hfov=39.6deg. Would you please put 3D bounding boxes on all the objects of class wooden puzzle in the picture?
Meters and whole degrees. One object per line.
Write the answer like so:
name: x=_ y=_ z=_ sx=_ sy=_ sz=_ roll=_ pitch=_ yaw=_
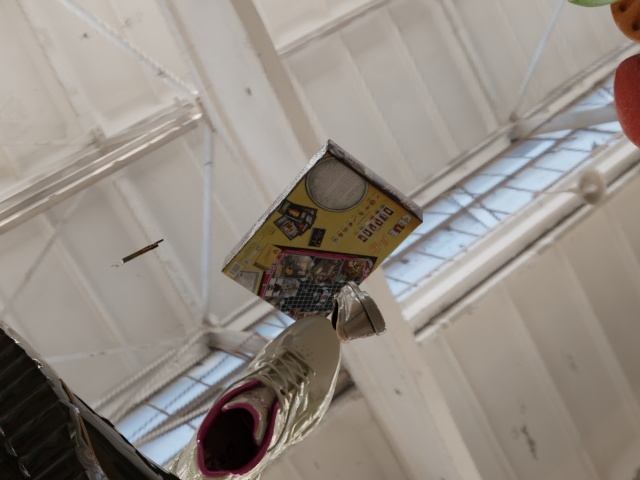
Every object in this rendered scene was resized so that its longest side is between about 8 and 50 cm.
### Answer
wooden puzzle: x=-0.211 y=0.017 z=1.016 sx=0.049 sy=0.083 sz=0.006 roll=-29 pitch=-86 yaw=-29

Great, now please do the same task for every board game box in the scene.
board game box: x=0.000 y=0.000 z=1.221 sx=0.165 sy=0.243 sz=0.042 roll=36 pitch=-152 yaw=-16

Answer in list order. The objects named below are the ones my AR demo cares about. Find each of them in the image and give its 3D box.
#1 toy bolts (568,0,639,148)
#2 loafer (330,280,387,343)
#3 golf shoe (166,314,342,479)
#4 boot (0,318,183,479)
toy bolts: x=0.261 y=-0.146 z=0.498 sx=0.158 sy=0.218 sz=0.228 roll=14 pitch=-124 yaw=-28
loafer: x=0.023 y=0.062 z=0.739 sx=0.039 sy=0.125 sz=0.045 roll=-26 pitch=-87 yaw=-5
golf shoe: x=-0.058 y=0.192 z=1.035 sx=0.115 sy=0.140 sz=0.306 roll=34 pitch=-124 yaw=7
boot: x=-0.087 y=0.111 z=0.380 sx=0.077 sy=0.137 sz=0.198 roll=-43 pitch=-107 yaw=5
